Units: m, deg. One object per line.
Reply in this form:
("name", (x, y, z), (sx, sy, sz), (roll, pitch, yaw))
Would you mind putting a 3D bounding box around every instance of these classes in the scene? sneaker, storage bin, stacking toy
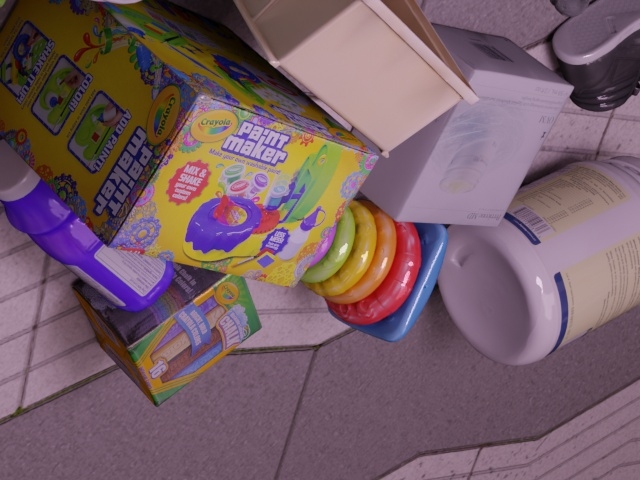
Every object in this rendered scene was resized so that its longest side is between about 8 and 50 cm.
("sneaker", (0.454, -0.291, 2.328), (0.295, 0.104, 0.147), (-31, 144, -14))
("storage bin", (0.009, -0.254, 1.715), (0.123, 0.260, 0.262), (-37, 148, 14))
("stacking toy", (0.000, 0.000, 2.085), (0.302, 0.165, 0.175), (25, 89, -43))

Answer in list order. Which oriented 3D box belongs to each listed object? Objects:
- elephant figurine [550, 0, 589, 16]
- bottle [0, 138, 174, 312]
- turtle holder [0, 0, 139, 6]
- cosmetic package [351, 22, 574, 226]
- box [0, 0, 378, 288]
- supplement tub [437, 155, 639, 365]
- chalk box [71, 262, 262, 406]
("elephant figurine", (0.359, -0.407, 2.057), (0.239, 0.186, 0.169), (-33, 137, -13))
("bottle", (-0.266, -0.020, 1.784), (0.092, 0.118, 0.283), (-46, 145, -2))
("turtle holder", (-0.193, -0.309, 1.483), (0.320, 0.243, 0.227), (-53, 161, -4))
("cosmetic package", (0.174, -0.146, 2.125), (0.224, 0.138, 0.225), (2, 123, -48))
("box", (-0.150, -0.117, 1.674), (0.290, 0.279, 0.177), (15, 112, -52))
("supplement tub", (0.357, 0.021, 2.398), (0.324, 0.235, 0.235), (-24, 139, -31))
("chalk box", (-0.163, 0.067, 1.966), (0.213, 0.132, 0.132), (-35, 143, -16))
